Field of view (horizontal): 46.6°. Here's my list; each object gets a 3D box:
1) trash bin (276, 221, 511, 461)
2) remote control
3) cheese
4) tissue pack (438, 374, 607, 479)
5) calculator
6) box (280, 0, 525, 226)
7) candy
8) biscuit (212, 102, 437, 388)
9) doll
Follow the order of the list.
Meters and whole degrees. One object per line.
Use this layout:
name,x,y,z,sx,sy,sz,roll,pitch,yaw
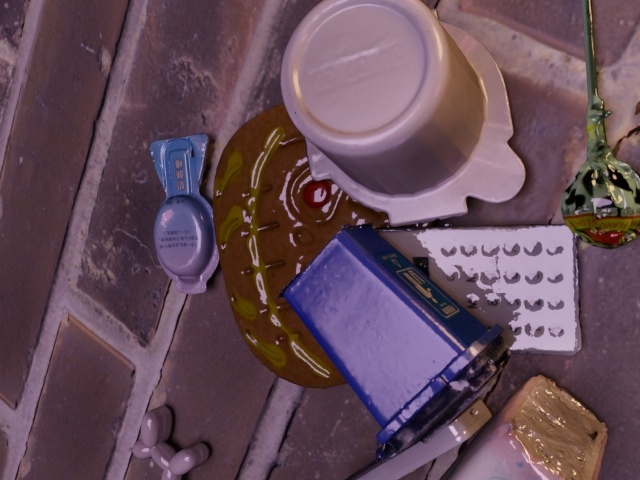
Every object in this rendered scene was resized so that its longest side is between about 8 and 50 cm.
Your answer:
trash bin,0.076,0.109,0.856,0.234,0.162,0.184,47,109,14
remote control,0.106,0.284,0.962,0.250,0.103,0.034,-41,75,28
cheese,-0.210,-0.038,1.152,0.135,0.052,0.245,-3,93,29
tissue pack,0.196,0.303,0.851,0.124,0.201,0.271,39,114,14
calculator,0.178,0.059,0.904,0.261,0.021,0.161,-2,95,19
box,0.086,-0.146,0.833,0.291,0.206,0.262,42,100,20
candy,0.309,-0.143,0.819,0.091,0.083,0.306,-1,85,-5
biscuit,-0.004,0.001,1.017,0.350,0.070,0.394,-20,85,32
doll,-0.253,0.376,1.220,0.161,0.059,0.160,38,114,22
